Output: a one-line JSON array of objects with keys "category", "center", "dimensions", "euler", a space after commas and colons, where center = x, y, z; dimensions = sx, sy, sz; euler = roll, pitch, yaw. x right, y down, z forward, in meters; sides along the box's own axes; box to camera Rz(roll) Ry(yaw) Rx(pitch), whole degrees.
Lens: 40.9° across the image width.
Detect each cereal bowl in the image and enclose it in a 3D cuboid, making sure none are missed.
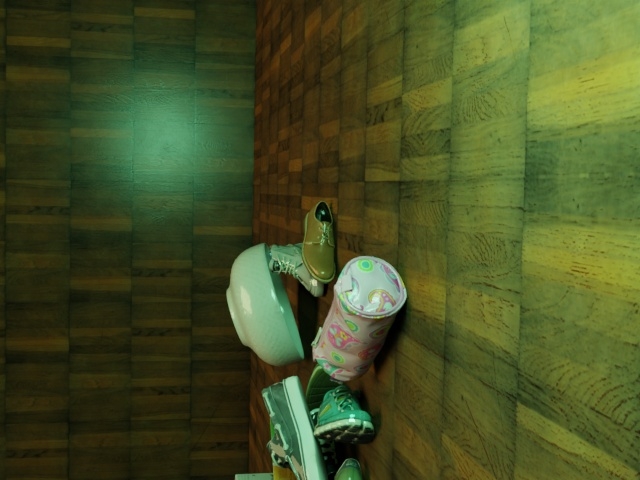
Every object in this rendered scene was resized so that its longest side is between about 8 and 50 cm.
[{"category": "cereal bowl", "center": [-0.160, 0.182, 2.292], "dimensions": [0.339, 0.141, 0.339], "euler": [-18, -90, -89]}]

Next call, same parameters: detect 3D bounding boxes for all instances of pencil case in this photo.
[{"category": "pencil case", "center": [0.060, 0.144, 1.493], "dimensions": [0.284, 0.124, 0.124], "euler": [109, 158, -57]}]

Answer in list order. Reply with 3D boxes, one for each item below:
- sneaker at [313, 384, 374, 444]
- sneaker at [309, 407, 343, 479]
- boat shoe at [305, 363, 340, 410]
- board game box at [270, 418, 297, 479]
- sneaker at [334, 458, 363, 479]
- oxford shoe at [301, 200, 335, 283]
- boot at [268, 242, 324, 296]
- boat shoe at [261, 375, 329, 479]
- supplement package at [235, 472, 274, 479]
[{"category": "sneaker", "center": [0.038, 0.335, 1.664], "dimensions": [0.275, 0.107, 0.110], "euler": [139, 139, -76]}, {"category": "sneaker", "center": [0.022, 0.473, 1.824], "dimensions": [0.097, 0.084, 0.235], "euler": [153, 111, -67]}, {"category": "boat shoe", "center": [-0.002, 0.355, 1.914], "dimensions": [0.073, 0.080, 0.224], "euler": [-117, 25, -58]}, {"category": "board game box", "center": [-0.053, 0.506, 1.973], "dimensions": [0.316, 0.064, 0.242], "euler": [75, -172, -59]}, {"category": "sneaker", "center": [0.054, 0.505, 1.682], "dimensions": [0.086, 0.064, 0.192], "euler": [-82, -2, -51]}, {"category": "oxford shoe", "center": [0.000, 0.000, 1.953], "dimensions": [0.076, 0.076, 0.212], "euler": [120, 150, -47]}, {"category": "boot", "center": [-0.066, 0.073, 2.144], "dimensions": [0.258, 0.123, 0.095], "euler": [-123, 35, -71]}, {"category": "boat shoe", "center": [-0.057, 0.422, 1.758], "dimensions": [0.108, 0.102, 0.301], "euler": [67, -177, -55]}, {"category": "supplement package", "center": [-0.143, 0.712, 2.366], "dimensions": [0.105, 0.179, 0.105], "euler": [-120, 32, -69]}]
